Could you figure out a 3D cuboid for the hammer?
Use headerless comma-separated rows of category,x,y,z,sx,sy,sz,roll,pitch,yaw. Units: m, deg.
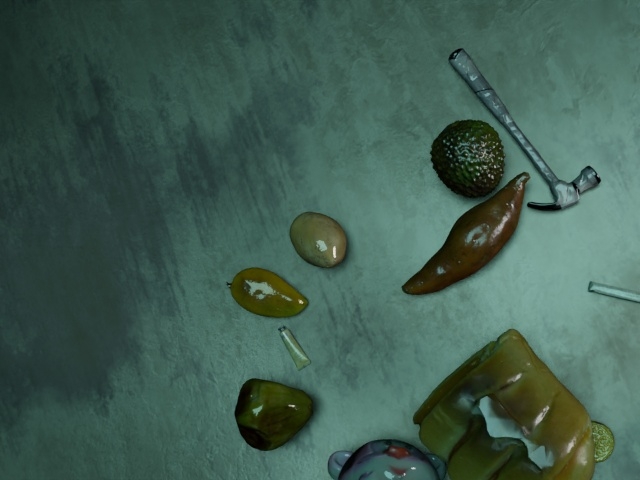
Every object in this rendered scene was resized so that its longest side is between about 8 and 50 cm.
hammer,0.416,-0.249,1.982,0.152,0.044,0.427,-34,74,8

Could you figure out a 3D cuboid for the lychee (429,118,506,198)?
lychee,0.314,-0.170,1.939,0.171,0.171,0.171,-2,81,13

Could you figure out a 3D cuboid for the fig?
fig,-0.100,0.360,1.963,0.165,0.144,0.154,-14,62,-8

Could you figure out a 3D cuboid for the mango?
mango,-0.120,0.119,2.047,0.187,0.066,0.101,21,88,7

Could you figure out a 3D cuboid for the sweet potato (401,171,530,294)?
sweet potato,0.319,0.001,1.932,0.112,0.112,0.359,42,97,16

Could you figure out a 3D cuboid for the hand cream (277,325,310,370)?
hand cream,-0.062,0.234,2.036,0.035,0.022,0.102,-34,81,7

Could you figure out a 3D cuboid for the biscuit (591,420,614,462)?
biscuit,0.548,0.405,1.858,0.083,0.023,0.084,-2,81,14

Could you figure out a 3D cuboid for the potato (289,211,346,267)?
potato,-0.002,-0.002,2.015,0.147,0.112,0.112,41,93,23

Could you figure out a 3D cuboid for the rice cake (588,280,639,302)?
rice cake,0.609,0.107,1.890,0.121,0.021,0.022,13,80,13

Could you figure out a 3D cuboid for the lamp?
lamp,0.142,0.542,1.818,0.247,0.301,0.248,0,121,-3

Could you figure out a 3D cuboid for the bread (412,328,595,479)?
bread,0.370,0.385,1.806,0.300,0.210,0.341,-39,72,9
